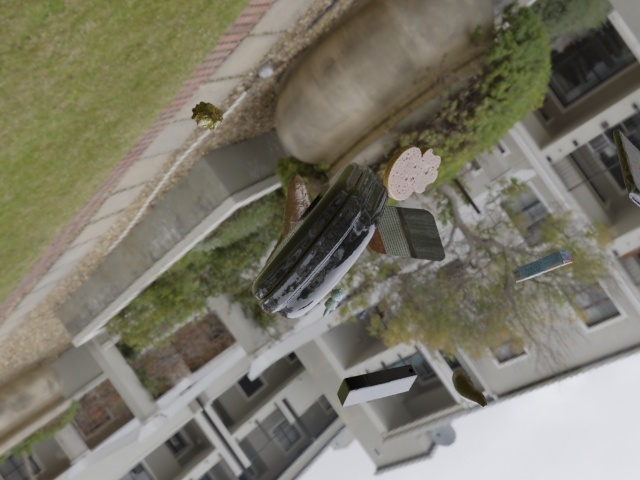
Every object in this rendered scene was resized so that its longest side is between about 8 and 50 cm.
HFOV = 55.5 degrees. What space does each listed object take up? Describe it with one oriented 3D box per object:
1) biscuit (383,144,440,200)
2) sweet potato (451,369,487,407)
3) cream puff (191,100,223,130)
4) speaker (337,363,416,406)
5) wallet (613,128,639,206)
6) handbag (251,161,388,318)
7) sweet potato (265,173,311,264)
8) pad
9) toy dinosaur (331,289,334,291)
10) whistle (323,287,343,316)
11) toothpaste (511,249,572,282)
[{"bbox_3d":[0.322,-0.246,2.149,0.289,0.044,0.202,-20,126,-41],"label":"biscuit"},{"bbox_3d":[0.542,0.547,2.249,0.077,0.077,0.243,-35,-164,1],"label":"sweet potato"},{"bbox_3d":[-0.301,-0.335,1.630,0.083,0.083,0.058,-35,-170,-10],"label":"cream puff"},{"bbox_3d":[0.158,0.402,1.696,0.218,0.044,0.082,-7,137,-25],"label":"speaker"},{"bbox_3d":[0.695,-0.142,1.332,0.031,0.122,0.232,-39,-156,37],"label":"wallet"},{"bbox_3d":[0.001,0.001,0.954,0.254,0.093,0.308,-50,-175,27],"label":"handbag"},{"bbox_3d":[-0.070,-0.037,1.745,0.092,0.114,0.341,-106,-151,-52],"label":"sweet potato"},{"bbox_3d":[0.167,-0.069,1.558,0.250,0.323,0.055,7,-121,43],"label":"pad"},{"bbox_3d":[-0.025,0.064,1.917,0.055,0.279,0.101,-30,-164,-13],"label":"toy dinosaur"},{"bbox_3d":[0.033,0.172,1.701,0.100,0.035,0.035,-60,170,23],"label":"whistle"},{"bbox_3d":[0.710,0.081,1.942,0.070,0.044,0.193,-9,165,-36],"label":"toothpaste"}]
